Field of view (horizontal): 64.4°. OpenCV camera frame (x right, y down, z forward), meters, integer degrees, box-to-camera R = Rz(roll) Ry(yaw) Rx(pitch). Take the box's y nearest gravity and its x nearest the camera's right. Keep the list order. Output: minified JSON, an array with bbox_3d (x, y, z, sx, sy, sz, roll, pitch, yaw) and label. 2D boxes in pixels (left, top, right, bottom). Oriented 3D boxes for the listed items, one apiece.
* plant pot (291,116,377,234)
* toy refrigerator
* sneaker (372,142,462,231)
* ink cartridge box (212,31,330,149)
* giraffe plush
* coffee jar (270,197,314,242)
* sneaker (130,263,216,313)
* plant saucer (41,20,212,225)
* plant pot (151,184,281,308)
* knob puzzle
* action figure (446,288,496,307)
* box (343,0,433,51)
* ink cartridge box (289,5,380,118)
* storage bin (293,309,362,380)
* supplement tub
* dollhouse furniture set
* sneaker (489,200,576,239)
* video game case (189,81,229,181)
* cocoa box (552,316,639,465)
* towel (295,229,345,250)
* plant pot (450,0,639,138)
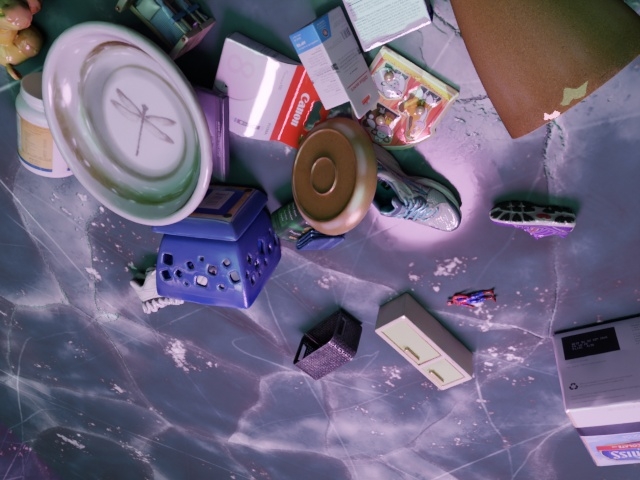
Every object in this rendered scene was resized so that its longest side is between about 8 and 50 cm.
[{"bbox_3d":[0.014,-0.129,1.014,0.236,0.032,0.237,2,92,48],"label":"plant pot"},{"bbox_3d":[0.271,0.268,1.318,0.269,0.094,0.102,43,126,-17],"label":"toy refrigerator"},{"bbox_3d":[0.169,-0.080,1.055,0.282,0.122,0.110,28,131,-13],"label":"sneaker"},{"bbox_3d":[-0.102,-0.284,1.032,0.232,0.066,0.189,28,130,0],"label":"ink cartridge box"},{"bbox_3d":[-0.644,-0.427,1.032,0.210,0.182,0.171,0,149,4],"label":"giraffe plush"},{"bbox_3d":[-0.021,-0.069,1.145,0.096,0.079,0.184,15,142,-44],"label":"coffee jar"},{"bbox_3d":[-0.416,0.114,1.409,0.292,0.110,0.118,-20,110,29],"label":"sneaker"},{"bbox_3d":[-0.365,-0.226,1.012,0.400,0.100,0.401,13,123,21],"label":"plant saucer"},{"bbox_3d":[-0.240,-0.002,1.185,0.235,0.236,0.212,6,121,14],"label":"plant pot"},{"bbox_3d":[0.143,-0.252,0.996,0.213,0.030,0.213,8,129,10],"label":"knob puzzle"},{"bbox_3d":[0.365,0.144,1.238,0.115,0.030,0.038,-12,127,27],"label":"action figure"},{"bbox_3d":[0.108,-0.413,0.854,0.126,0.072,0.137,-14,122,26],"label":"box"},{"bbox_3d":[0.030,-0.312,0.921,0.060,0.104,0.180,-9,120,40],"label":"ink cartridge box"},{"bbox_3d":[0.020,0.288,1.391,0.084,0.122,0.180,38,128,-14],"label":"storage bin"},{"bbox_3d":[-0.602,-0.259,1.144,0.144,0.144,0.200,25,129,-3],"label":"supplement tub"},{"bbox_3d":[-0.242,-0.442,0.901,0.129,0.129,0.183,43,127,-17],"label":"dollhouse furniture set"},{"bbox_3d":[0.436,-0.033,1.054,0.169,0.068,0.071,9,135,9],"label":"sneaker"},{"bbox_3d":[-0.315,-0.257,1.095,0.274,0.026,0.196,23,132,18],"label":"video game case"},{"bbox_3d":[0.741,0.326,1.128,0.347,0.231,0.228,-21,119,30],"label":"cocoa box"},{"bbox_3d":[0.000,0.000,1.190,0.067,0.119,0.029,-35,70,37],"label":"towel"},{"bbox_3d":[0.316,-0.328,0.777,0.254,0.237,0.237,49,126,-4],"label":"plant pot"}]
